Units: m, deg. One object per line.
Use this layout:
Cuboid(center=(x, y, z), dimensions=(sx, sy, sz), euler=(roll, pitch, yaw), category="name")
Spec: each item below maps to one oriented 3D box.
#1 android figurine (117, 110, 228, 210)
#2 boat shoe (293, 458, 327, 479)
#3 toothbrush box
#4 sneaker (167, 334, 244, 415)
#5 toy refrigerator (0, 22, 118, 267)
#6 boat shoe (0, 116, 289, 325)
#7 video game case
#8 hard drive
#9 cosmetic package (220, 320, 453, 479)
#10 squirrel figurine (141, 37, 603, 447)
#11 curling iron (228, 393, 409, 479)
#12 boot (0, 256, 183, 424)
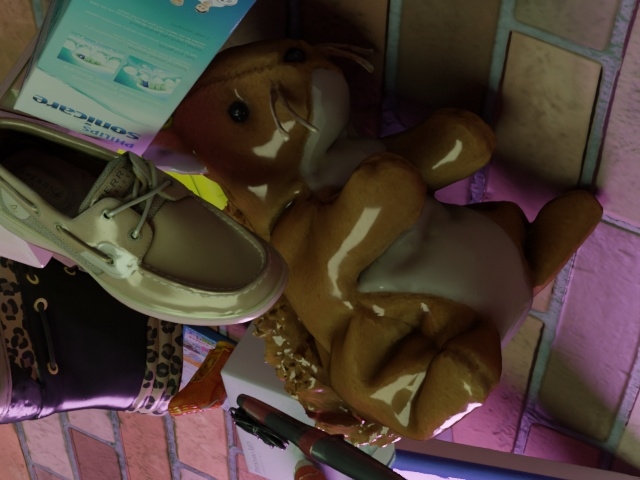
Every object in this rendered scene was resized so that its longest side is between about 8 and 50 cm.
Cuboid(center=(-0.195, -0.077, 1.760), dimensions=(0.248, 0.056, 0.273), euler=(12, 142, 29), category="android figurine")
Cuboid(center=(-0.007, 0.305, 1.880), dimensions=(0.137, 0.049, 0.043), euler=(76, 170, -53), category="boat shoe")
Cuboid(center=(-0.132, -0.235, 1.310), dimensions=(0.126, 0.216, 0.295), euler=(21, 152, -15), category="toothbrush box")
Cuboid(center=(-0.128, 0.161, 1.924), dimensions=(0.064, 0.175, 0.067), euler=(-11, 104, 39), category="sneaker")
Cuboid(center=(-0.255, -0.116, 1.541), dimensions=(0.102, 0.269, 0.094), euler=(16, 152, 25), category="toy refrigerator")
Cuboid(center=(-0.168, -0.022, 1.359), dimensions=(0.302, 0.109, 0.098), euler=(25, 152, 21), category="boat shoe")
Cuboid(center=(-0.131, 0.172, 2.087), dimensions=(0.119, 0.015, 0.166), euler=(28, 149, 7), category="video game case")
Cuboid(center=(0.187, 0.309, 1.817), dimensions=(0.319, 0.040, 0.210), euler=(12, 139, -18), category="hard drive")
Cuboid(center=(0.023, 0.202, 1.882), dimensions=(0.225, 0.138, 0.224), euler=(19, 146, 22), category="cosmetic package")
Cuboid(center=(0.000, 0.000, 1.505), dimensions=(0.370, 0.281, 0.397), euler=(40, 146, -1), category="squirrel figurine")
Cuboid(center=(0.010, 0.201, 1.533), dimensions=(0.274, 0.035, 0.068), euler=(16, 160, 46), category="curling iron")
Cuboid(center=(-0.313, 0.040, 1.885), dimensions=(0.284, 0.377, 0.138), euler=(8, 152, -40), category="boot")
